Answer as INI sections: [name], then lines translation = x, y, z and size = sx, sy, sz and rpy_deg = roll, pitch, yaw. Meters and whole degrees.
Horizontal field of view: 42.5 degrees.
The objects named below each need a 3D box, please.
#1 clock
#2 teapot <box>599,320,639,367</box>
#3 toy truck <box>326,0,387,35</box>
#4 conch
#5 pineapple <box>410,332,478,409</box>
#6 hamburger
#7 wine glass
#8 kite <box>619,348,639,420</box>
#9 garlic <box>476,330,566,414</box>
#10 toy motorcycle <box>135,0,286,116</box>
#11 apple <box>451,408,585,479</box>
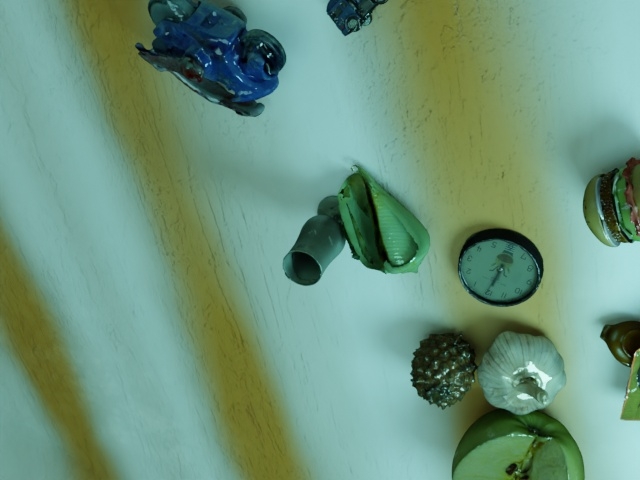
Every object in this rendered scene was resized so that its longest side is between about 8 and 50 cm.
[clock]
translation = 0.385, 0.062, 1.768
size = 0.184, 0.040, 0.184
rpy_deg = 11, 124, 17
[teapot]
translation = 0.655, 0.217, 1.734
size = 0.129, 0.078, 0.098
rpy_deg = 22, 86, -1
[toy truck]
translation = 0.095, -0.473, 1.527
size = 0.088, 0.074, 0.202
rpy_deg = 47, 126, -4
[conch]
translation = 0.122, -0.024, 1.759
size = 0.250, 0.137, 0.143
rpy_deg = 39, 109, -9
[pineapple]
translation = 0.280, 0.303, 1.874
size = 0.166, 0.193, 0.166
rpy_deg = 7, 125, 10
[hamburger]
translation = 0.565, -0.065, 1.536
size = 0.137, 0.175, 0.175
rpy_deg = -12, 116, 36
[wine glass]
translation = 0.000, 0.000, 1.775
size = 0.103, 0.231, 0.103
rpy_deg = 12, 125, 18
[kite]
translation = 0.791, 0.286, 1.710
size = 0.377, 0.013, 0.327
rpy_deg = -39, 114, 22
[garlic]
translation = 0.453, 0.312, 1.778
size = 0.199, 0.226, 0.199
rpy_deg = -1, 106, -4
[toy motorcycle]
translation = -0.204, -0.386, 1.681
size = 0.319, 0.241, 0.182
rpy_deg = 27, 87, 12
[apple]
translation = 0.469, 0.518, 1.908
size = 0.295, 0.233, 0.258
rpy_deg = 27, 116, 17
